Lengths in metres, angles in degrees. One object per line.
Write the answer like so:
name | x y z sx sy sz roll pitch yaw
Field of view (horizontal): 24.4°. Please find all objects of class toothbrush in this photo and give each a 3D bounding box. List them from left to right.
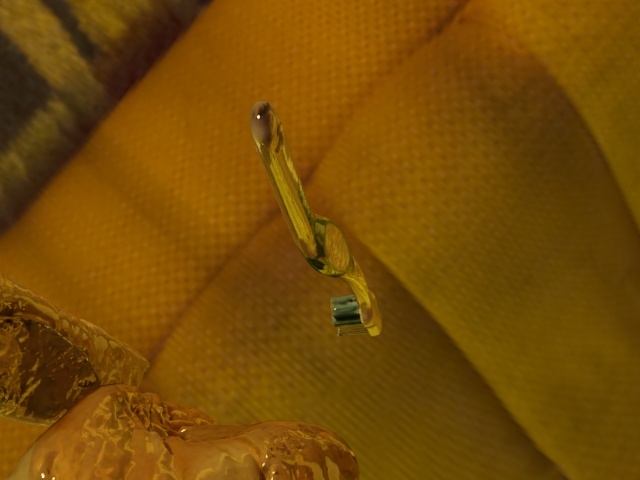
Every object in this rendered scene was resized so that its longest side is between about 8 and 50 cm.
toothbrush | 0.002 0.000 0.754 0.030 0.030 0.304 -46 160 -9

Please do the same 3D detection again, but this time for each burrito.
burrito | -0.174 0.073 0.900 0.226 0.060 0.087 35 79 -57

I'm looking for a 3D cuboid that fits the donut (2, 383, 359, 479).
donut | -0.103 0.235 0.730 0.360 0.170 0.360 -52 157 -34
